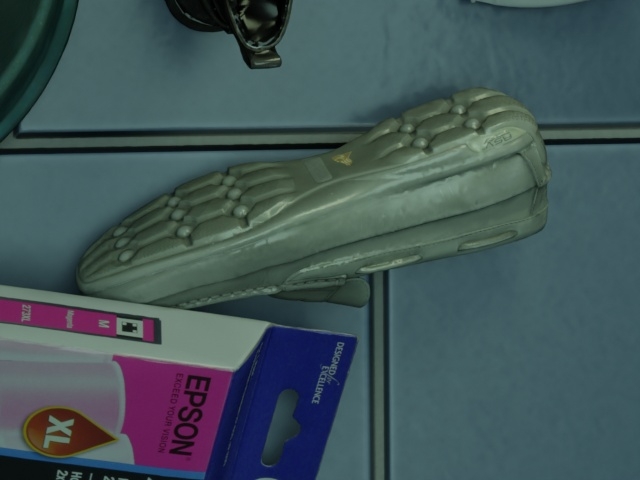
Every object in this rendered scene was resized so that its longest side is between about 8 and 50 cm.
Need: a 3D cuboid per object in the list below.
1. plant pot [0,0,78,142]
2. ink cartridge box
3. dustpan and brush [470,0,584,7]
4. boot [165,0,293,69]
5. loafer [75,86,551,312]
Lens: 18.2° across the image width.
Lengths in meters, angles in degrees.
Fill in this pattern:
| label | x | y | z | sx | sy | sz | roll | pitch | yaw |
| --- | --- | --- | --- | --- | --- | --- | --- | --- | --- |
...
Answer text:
| label | x | y | z | sx | sy | sz | roll | pitch | yaw |
| --- | --- | --- | --- | --- | --- | --- | --- | --- | --- |
| plant pot | -0.293 | -0.187 | 1.109 | 0.341 | 0.334 | 0.341 | 0 | 90 | -10 |
| ink cartridge box | -0.170 | 0.118 | 1.277 | 0.371 | 0.069 | 0.176 | 7 | 124 | -13 |
| dustpan and brush | 0.213 | -0.216 | 1.342 | 0.211 | 0.060 | 0.147 | 10 | 126 | -4 |
| boot | -0.056 | -0.237 | 1.217 | 0.091 | 0.229 | 0.263 | -9 | 97 | -10 |
| loafer | 0.000 | 0.000 | 1.310 | 0.319 | 0.112 | 0.111 | -17 | 117 | -1 |
